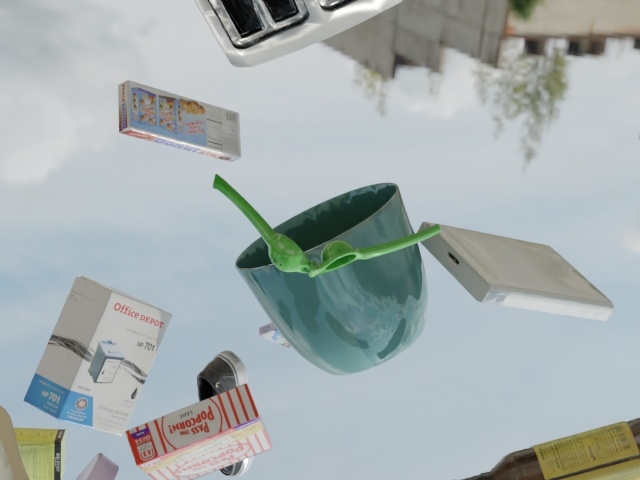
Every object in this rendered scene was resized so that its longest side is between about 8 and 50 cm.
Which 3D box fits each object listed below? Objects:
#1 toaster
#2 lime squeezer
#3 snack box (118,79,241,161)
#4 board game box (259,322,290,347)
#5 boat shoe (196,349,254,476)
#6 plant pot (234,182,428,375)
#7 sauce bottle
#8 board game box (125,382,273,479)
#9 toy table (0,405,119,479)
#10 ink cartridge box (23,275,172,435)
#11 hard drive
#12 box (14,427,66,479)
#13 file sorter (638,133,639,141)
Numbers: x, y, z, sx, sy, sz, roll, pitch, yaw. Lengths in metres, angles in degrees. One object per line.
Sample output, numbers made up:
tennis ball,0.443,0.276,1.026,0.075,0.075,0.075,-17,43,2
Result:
toaster,-0.032,-0.236,0.903,0.168,0.185,0.110,-22,-119,4
lime squeezer,0.000,0.000,1.547,0.310,0.059,0.110,12,-128,-1
snack box,-0.172,-0.147,1.454,0.178,0.064,0.022,12,159,-44
board game box,-0.053,0.170,2.192,0.090,0.020,0.090,-24,146,31
boat shoe,-0.149,0.269,1.725,0.080,0.228,0.076,29,-138,31
plant pot,0.041,0.076,1.907,0.293,0.235,0.293,-24,-166,6
sauce bottle,0.363,0.371,1.848,0.344,0.111,0.111,-14,-160,4
board game box,-0.138,0.235,1.382,0.147,0.045,0.193,-21,160,-4
toy table,-0.341,0.293,1.202,0.161,0.252,0.274,36,-154,-7
ink cartridge box,-0.310,0.163,1.645,0.082,0.190,0.139,20,175,37
hard drive,0.331,0.053,1.982,0.307,0.040,0.203,9,-153,-37
box,-0.583,0.388,2.125,0.232,0.087,0.058,1,-165,-5
file sorter,0.608,-0.168,1.632,0.278,0.173,0.193,24,-171,16
